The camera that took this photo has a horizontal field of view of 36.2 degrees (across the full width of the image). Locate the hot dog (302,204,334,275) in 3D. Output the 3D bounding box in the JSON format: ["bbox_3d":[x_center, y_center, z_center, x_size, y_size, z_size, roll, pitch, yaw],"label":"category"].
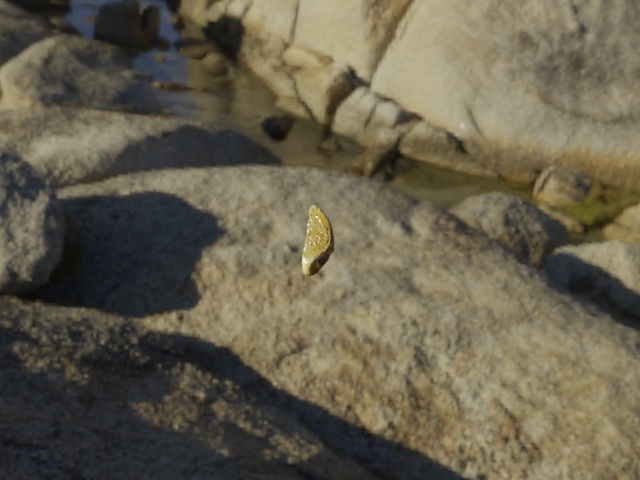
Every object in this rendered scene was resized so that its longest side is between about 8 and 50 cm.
[{"bbox_3d":[0.000,0.000,1.117,0.034,0.030,0.090,4,54,6],"label":"hot dog"}]
